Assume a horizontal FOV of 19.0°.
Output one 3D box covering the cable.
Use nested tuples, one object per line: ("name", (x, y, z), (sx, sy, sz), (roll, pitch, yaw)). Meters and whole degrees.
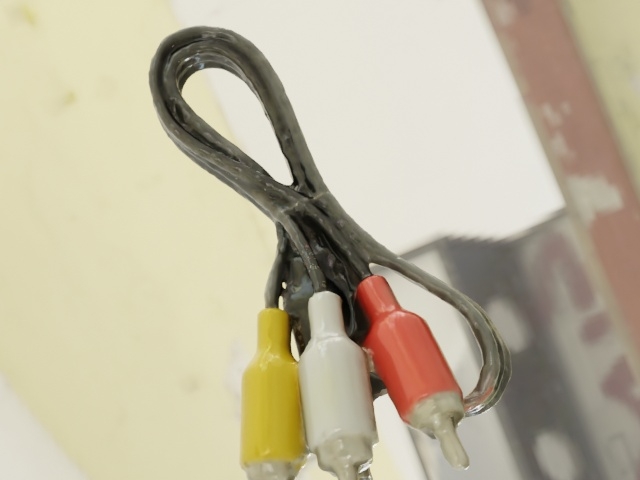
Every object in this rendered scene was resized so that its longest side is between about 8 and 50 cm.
("cable", (0.000, 0.000, 0.949), (0.072, 0.139, 0.287), (62, -171, -70))
